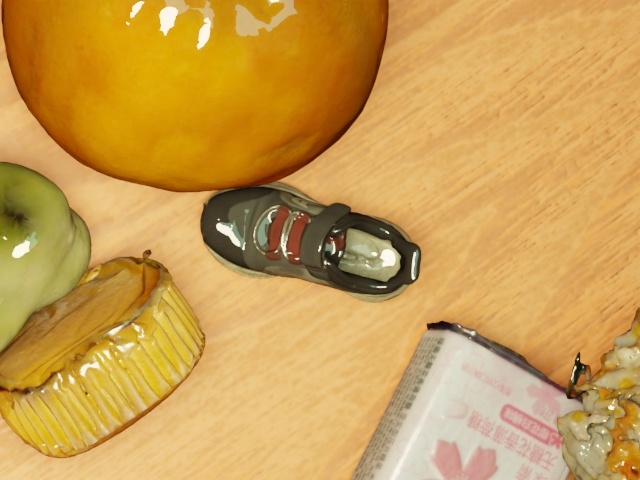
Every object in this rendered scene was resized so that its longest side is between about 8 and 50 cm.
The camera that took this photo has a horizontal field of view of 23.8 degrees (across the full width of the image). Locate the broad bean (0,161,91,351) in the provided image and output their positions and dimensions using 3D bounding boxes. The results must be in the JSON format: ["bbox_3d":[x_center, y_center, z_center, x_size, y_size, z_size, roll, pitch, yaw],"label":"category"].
[{"bbox_3d":[-0.336,0.030,1.349,0.263,0.121,0.189,-36,67,-15],"label":"broad bean"}]

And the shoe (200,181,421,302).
[{"bbox_3d":[0.000,0.000,1.469,0.228,0.112,0.099,15,85,-18],"label":"shoe"}]

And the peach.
[{"bbox_3d":[-0.114,-0.197,1.342,0.343,0.301,0.342,6,63,-13],"label":"peach"}]

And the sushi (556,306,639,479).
[{"bbox_3d":[0.409,0.237,1.504,0.418,0.176,0.417,6,81,-44],"label":"sushi"}]

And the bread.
[{"bbox_3d":[-0.202,0.106,1.363,0.199,0.199,0.104,-37,116,-15],"label":"bread"}]

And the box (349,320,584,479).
[{"bbox_3d":[0.115,0.276,1.503,0.190,0.112,0.369,32,78,-14],"label":"box"}]
